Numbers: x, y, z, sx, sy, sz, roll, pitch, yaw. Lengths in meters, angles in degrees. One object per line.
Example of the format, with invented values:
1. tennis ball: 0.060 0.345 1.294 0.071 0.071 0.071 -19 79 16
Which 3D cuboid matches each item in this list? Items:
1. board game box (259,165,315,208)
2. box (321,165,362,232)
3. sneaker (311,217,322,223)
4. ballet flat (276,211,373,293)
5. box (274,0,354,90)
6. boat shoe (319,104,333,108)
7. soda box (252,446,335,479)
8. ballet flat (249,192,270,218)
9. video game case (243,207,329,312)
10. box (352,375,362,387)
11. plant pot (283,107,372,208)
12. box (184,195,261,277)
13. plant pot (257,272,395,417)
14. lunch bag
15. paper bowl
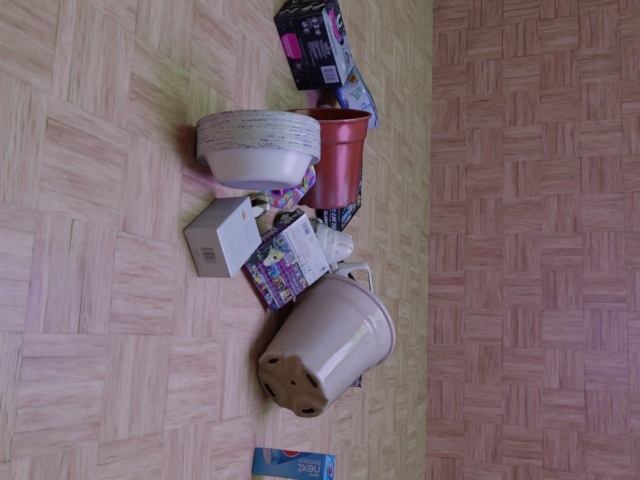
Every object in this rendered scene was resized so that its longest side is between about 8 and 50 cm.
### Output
1. board game box: -0.086 -0.160 1.809 0.133 0.033 0.168 39 93 -29
2. box: 0.077 -0.205 2.241 0.295 0.073 0.293 -50 146 -59
3. sneaker: 0.000 0.000 2.140 0.061 0.054 0.152 -22 109 -69
4. ballet flat: 0.055 0.083 1.989 0.483 0.182 0.164 59 30 -30
5. box: -0.010 -0.604 1.995 0.142 0.163 0.247 -68 148 -41
6. boat shoe: 0.035 -0.385 2.227 0.170 0.063 0.059 64 27 -47
7. soda box: -0.071 0.594 1.733 0.067 0.210 0.071 43 50 -60
8. ballet flat: -0.171 -0.080 1.709 0.206 0.067 0.073 -40 127 -62
9. video game case: -0.094 0.057 1.777 0.210 0.042 0.232 -39 135 -15
10. box: 0.094 0.401 2.269 0.036 0.114 0.207 47 46 -58
11. plant pot: 0.014 -0.244 1.946 0.272 0.272 0.265 -40 134 -62
12. box: -0.226 -0.009 1.543 0.170 0.091 0.130 -55 138 -54
13. plant pot: -0.005 0.310 1.826 0.305 0.334 0.333 -43 129 -47
14. lunch bag: 0.096 -0.517 2.210 0.243 0.115 0.303 55 13 -46
15. paper bowl: -0.141 -0.198 1.503 0.284 0.284 0.148 10 80 -67
